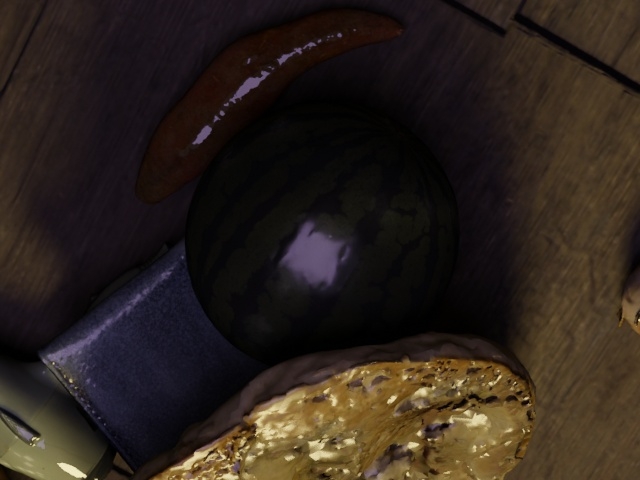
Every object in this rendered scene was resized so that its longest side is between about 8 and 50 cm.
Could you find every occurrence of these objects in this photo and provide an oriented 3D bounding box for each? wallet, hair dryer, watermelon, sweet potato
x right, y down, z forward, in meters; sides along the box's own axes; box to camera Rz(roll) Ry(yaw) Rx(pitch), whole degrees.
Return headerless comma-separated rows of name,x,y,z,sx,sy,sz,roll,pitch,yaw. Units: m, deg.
wallet,-0.105,0.123,1.470,0.167,0.036,0.222,-38,111,-5
hair dryer,-0.250,0.078,1.477,0.219,0.088,0.225,18,100,-8
watermelon,0.000,0.000,1.367,0.212,0.212,0.212,1,110,2
sweet potato,-0.057,-0.116,1.409,0.255,0.058,0.078,-36,121,11

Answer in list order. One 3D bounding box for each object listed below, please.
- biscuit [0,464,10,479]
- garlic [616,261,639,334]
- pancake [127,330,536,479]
biscuit,-0.396,0.258,1.533,0.296,0.102,0.296,0,106,1
garlic,0.304,0.030,1.446,0.152,0.066,0.084,-27,134,15
pancake,-0.003,0.183,1.395,0.387,0.082,0.387,-19,151,-11
